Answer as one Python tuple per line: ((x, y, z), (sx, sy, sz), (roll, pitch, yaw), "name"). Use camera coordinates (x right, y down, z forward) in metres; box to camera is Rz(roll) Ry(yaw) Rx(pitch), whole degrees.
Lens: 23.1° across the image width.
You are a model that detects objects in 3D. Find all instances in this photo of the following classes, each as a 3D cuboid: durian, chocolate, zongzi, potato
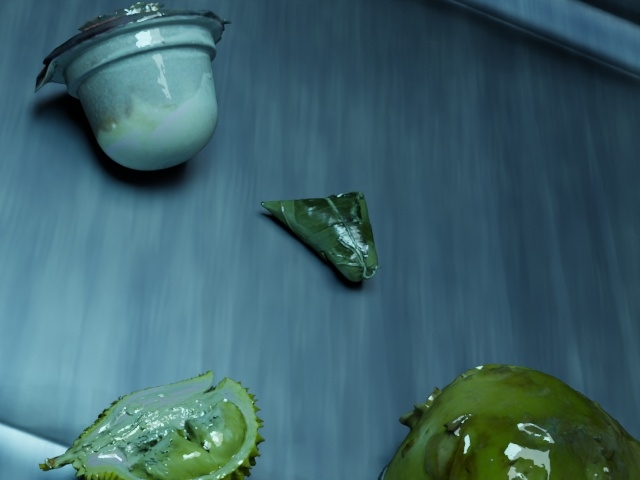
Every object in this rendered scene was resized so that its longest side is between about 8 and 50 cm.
((-0.151, 0.202, 1.429), (0.208, 0.102, 0.146), (-7, 36, -15), "durian")
((-0.189, -0.149, 1.670), (0.221, 0.221, 0.147), (-4, 74, -27), "chocolate")
((0.000, 0.000, 1.702), (0.119, 0.055, 0.109), (-3, 55, -12), "zongzi")
((0.227, 0.240, 1.506), (0.300, 0.196, 0.246), (8, 51, -20), "potato")
